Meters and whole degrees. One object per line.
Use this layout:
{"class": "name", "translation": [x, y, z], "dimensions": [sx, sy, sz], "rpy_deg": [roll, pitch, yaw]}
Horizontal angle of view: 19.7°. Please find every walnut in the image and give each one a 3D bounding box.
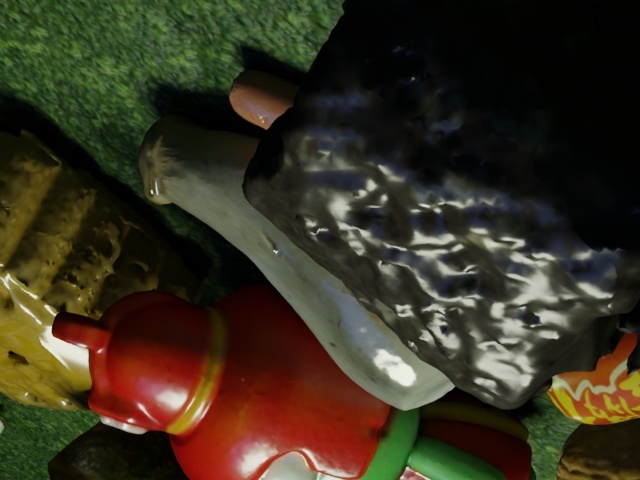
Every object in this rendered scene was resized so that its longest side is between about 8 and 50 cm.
{"class": "walnut", "translation": [0.218, 0.167, 1.266], "dimensions": [0.124, 0.105, 0.105], "rpy_deg": [15, 149, 30]}

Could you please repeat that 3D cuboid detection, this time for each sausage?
{"class": "sausage", "translation": [0.217, 0.067, 1.128], "dimensions": [0.083, 0.083, 0.264], "rpy_deg": [37, 152, -14]}
{"class": "sausage", "translation": [-0.016, -0.079, 1.135], "dimensions": [0.083, 0.034, 0.034], "rpy_deg": [24, 151, 6]}

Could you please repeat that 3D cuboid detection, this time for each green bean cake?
{"class": "green bean cake", "translation": [-0.229, 0.028, 1.396], "dimensions": [0.230, 0.131, 0.224], "rpy_deg": [-9, 136, 49]}

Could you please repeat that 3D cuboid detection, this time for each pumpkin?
{"class": "pumpkin", "translation": [-0.068, 0.190, 1.411], "dimensions": [0.163, 0.111, 0.278], "rpy_deg": [51, -161, 19]}

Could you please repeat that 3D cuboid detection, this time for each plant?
{"class": "plant", "translation": [0.136, -0.029, 0.895], "dimensions": [0.312, 0.215, 0.213], "rpy_deg": [30, 149, -8]}

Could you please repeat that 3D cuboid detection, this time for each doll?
{"class": "doll", "translation": [-0.018, 0.114, 1.297], "dimensions": [0.363, 0.160, 0.183], "rpy_deg": [19, 179, -19]}

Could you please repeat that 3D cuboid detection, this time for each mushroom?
{"class": "mushroom", "translation": [0.000, 0.000, 1.195], "dimensions": [0.270, 0.103, 0.118], "rpy_deg": [40, 142, 1]}

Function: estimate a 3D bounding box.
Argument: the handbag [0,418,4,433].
{"class": "handbag", "translation": [-0.480, 0.152, 1.794], "dimensions": [0.298, 0.171, 0.151], "rpy_deg": [46, 151, -21]}
